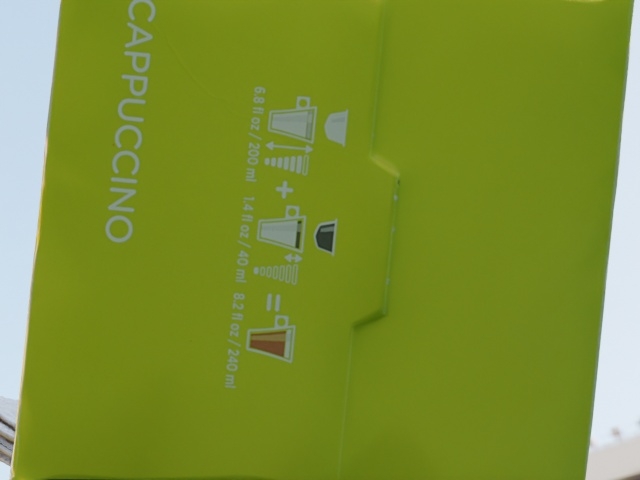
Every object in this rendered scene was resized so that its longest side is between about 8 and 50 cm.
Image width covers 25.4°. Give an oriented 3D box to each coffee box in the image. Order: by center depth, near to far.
[{"bbox_3d":[0.000,0.000,0.961,0.338,0.338,0.334,6,-1,0],"label":"coffee box"}]

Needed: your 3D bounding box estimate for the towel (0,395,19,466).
[{"bbox_3d":[-0.238,0.213,1.417,0.187,0.049,0.282,25,-3,28],"label":"towel"}]
